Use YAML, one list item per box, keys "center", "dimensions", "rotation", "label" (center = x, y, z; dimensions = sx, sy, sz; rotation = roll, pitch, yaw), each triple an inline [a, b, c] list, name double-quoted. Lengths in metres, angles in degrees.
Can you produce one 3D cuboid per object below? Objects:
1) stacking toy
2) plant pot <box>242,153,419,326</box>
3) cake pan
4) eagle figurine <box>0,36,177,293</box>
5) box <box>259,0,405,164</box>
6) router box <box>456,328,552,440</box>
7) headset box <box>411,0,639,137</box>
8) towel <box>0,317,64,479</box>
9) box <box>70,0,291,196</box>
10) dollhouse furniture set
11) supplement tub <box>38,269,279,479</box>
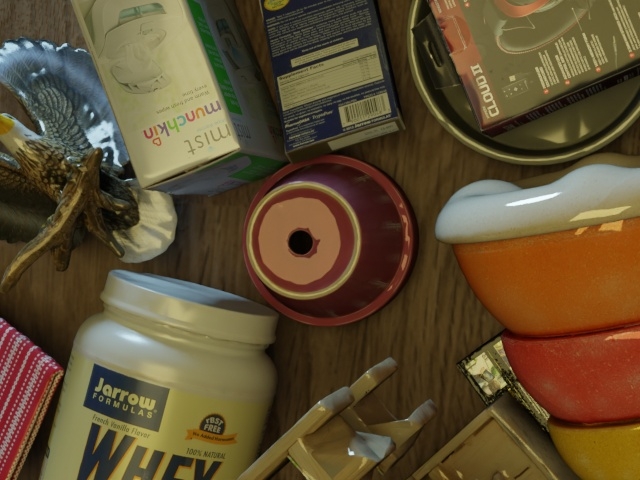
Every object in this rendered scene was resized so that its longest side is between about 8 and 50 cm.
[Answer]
- center: [0.326, 0.150, 1.686]
  dimensions: [0.350, 0.350, 0.480]
  rotation: [-10, 93, 12]
  label: "stacking toy"
- center: [0.000, 0.000, 1.824]
  dimensions: [0.201, 0.180, 0.201]
  rotation: [0, 90, 11]
  label: "plant pot"
- center: [0.245, -0.230, 1.836]
  dimensions: [0.293, 0.054, 0.293]
  rotation: [0, 90, 12]
  label: "cake pan"
- center: [-0.316, -0.092, 1.892]
  dimensions: [0.226, 0.298, 0.225]
  rotation: [-19, 117, -16]
  label: "eagle figurine"
- center: [0.011, -0.206, 1.865]
  dimensions: [0.136, 0.036, 0.225]
  rotation: [-16, 61, 11]
  label: "box"
- center: [0.259, 0.174, 1.837]
  dimensions: [0.133, 0.046, 0.179]
  rotation: [-36, 83, 9]
  label: "router box"
- center: [0.243, -0.255, 1.752]
  dimensions: [0.293, 0.110, 0.218]
  rotation: [-23, 85, 11]
  label: "headset box"
- center: [-0.402, 0.186, 1.906]
  dimensions: [0.275, 0.031, 0.199]
  rotation: [28, 96, 48]
  label: "towel"
- center: [-0.150, -0.175, 1.814]
  dimensions: [0.127, 0.262, 0.231]
  rotation: [-22, 85, 11]
  label: "box"
- center: [0.102, 0.334, 1.670]
  dimensions: [0.362, 0.394, 0.256]
  rotation: [48, 112, 8]
  label: "dollhouse furniture set"
- center: [-0.182, 0.214, 1.833]
  dimensions: [0.235, 0.235, 0.325]
  rotation: [15, 93, 11]
  label: "supplement tub"
